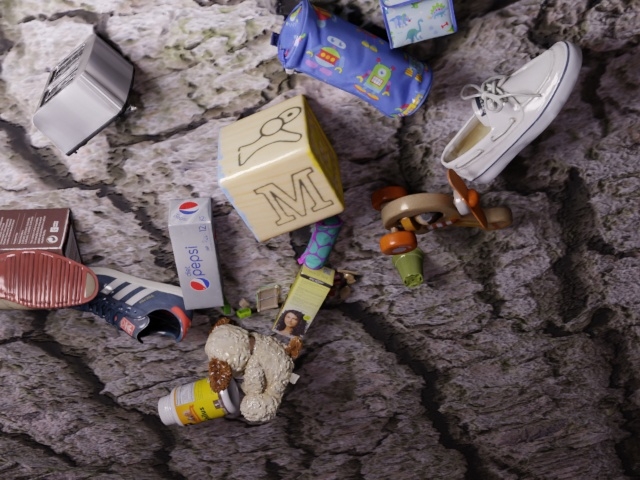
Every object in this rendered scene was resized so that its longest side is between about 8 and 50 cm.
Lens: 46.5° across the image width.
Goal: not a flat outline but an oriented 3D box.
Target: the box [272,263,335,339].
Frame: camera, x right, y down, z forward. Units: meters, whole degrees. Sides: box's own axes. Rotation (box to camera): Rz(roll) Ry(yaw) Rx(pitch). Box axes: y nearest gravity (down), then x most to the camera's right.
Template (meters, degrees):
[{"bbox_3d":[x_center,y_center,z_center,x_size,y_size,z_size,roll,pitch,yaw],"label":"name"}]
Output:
[{"bbox_3d":[-0.045,0.156,1.897,0.087,0.058,0.232,21,129,-6],"label":"box"}]

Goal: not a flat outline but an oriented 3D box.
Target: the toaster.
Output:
[{"bbox_3d":[-0.430,-0.271,1.374,0.186,0.168,0.110,-31,129,22],"label":"toaster"}]

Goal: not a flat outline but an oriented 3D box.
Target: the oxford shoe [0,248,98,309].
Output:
[{"bbox_3d":[-0.649,0.092,1.574,0.349,0.122,0.130,7,158,-14],"label":"oxford shoe"}]

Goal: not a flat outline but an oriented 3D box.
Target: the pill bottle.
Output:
[{"bbox_3d":[-0.347,0.460,2.124,0.215,0.117,0.117,-18,133,10],"label":"pill bottle"}]

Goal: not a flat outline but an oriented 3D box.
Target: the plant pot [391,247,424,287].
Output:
[{"bbox_3d":[0.223,0.072,1.844,0.083,0.079,0.083,-3,133,-3],"label":"plant pot"}]

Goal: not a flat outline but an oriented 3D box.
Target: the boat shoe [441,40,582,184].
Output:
[{"bbox_3d":[0.358,-0.269,1.510,0.157,0.135,0.367,18,139,-18],"label":"boat shoe"}]

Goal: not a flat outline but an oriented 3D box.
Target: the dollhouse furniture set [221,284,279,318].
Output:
[{"bbox_3d":[-0.183,0.146,1.908,0.152,0.058,0.076,-14,129,-20],"label":"dollhouse furniture set"}]

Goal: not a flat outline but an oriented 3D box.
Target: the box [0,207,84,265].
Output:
[{"bbox_3d":[-0.742,0.044,1.664,0.382,0.143,0.191,-3,134,-7],"label":"box"}]

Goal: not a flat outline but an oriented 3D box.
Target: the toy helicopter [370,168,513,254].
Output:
[{"bbox_3d":[0.304,-0.066,1.673,0.355,0.140,0.235,3,158,-32],"label":"toy helicopter"}]

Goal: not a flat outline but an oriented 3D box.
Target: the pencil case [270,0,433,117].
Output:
[{"bbox_3d":[0.061,-0.333,1.404,0.306,0.119,0.133,20,104,-23],"label":"pencil case"}]

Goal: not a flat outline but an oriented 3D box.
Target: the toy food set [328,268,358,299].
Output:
[{"bbox_3d":[0.049,0.106,1.900,0.078,0.019,0.122,11,139,-17],"label":"toy food set"}]

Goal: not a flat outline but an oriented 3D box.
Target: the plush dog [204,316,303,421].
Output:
[{"bbox_3d":[-0.188,0.299,1.905,0.226,0.262,0.210,22,120,-20],"label":"plush dog"}]

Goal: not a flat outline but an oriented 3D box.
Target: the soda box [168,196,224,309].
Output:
[{"bbox_3d":[-0.287,0.034,1.739,0.098,0.091,0.286,-5,134,-3],"label":"soda box"}]

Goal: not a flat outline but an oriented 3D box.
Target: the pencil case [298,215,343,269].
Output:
[{"bbox_3d":[0.000,0.000,1.759,0.070,0.064,0.151,-4,136,-26],"label":"pencil case"}]

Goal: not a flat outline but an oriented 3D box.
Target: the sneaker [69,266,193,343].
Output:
[{"bbox_3d":[-0.480,0.168,1.806,0.350,0.148,0.131,9,132,-15],"label":"sneaker"}]

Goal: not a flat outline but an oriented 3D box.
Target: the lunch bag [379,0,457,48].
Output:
[{"bbox_3d":[0.170,-0.439,1.342,0.129,0.096,0.151,-12,120,8],"label":"lunch bag"}]

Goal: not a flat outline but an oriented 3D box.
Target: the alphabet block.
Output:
[{"bbox_3d":[-0.080,-0.146,1.523,0.197,0.192,0.193,-20,135,14],"label":"alphabet block"}]
